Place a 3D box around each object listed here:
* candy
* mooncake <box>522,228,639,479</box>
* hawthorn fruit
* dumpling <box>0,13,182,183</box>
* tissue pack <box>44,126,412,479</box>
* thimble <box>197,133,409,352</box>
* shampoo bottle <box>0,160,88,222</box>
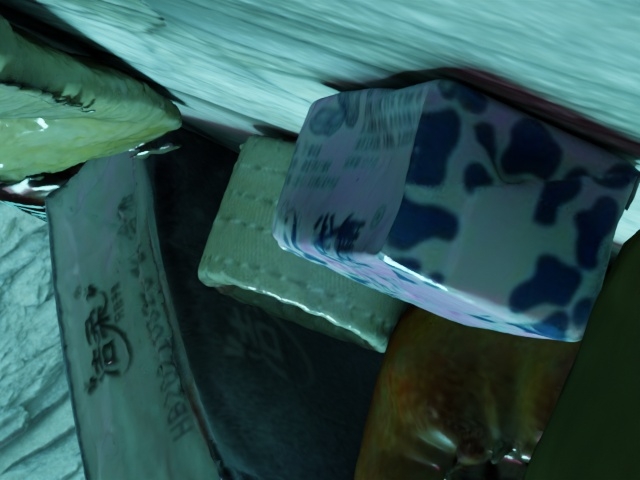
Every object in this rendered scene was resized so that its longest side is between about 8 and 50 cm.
[{"bbox_3d":[0.046,-0.010,0.719,0.092,0.073,0.160,21,177,-15],"label":"candy"},{"bbox_3d":[0.205,0.086,0.573,0.284,0.155,0.284,21,174,2],"label":"mooncake"},{"bbox_3d":[0.129,0.111,1.038,0.208,0.208,0.248,20,-171,18],"label":"hawthorn fruit"},{"bbox_3d":[-0.191,-0.083,0.925,0.166,0.086,0.332,-13,167,12],"label":"dumpling"},{"bbox_3d":[0.024,0.111,1.210,0.394,0.124,0.288,23,-145,-38],"label":"tissue pack"},{"bbox_3d":[0.000,0.000,1.032,0.115,0.090,0.102,26,171,-39],"label":"thimble"},{"bbox_3d":[-0.188,-0.053,1.368,0.129,0.084,0.323,16,175,15],"label":"shampoo bottle"}]
